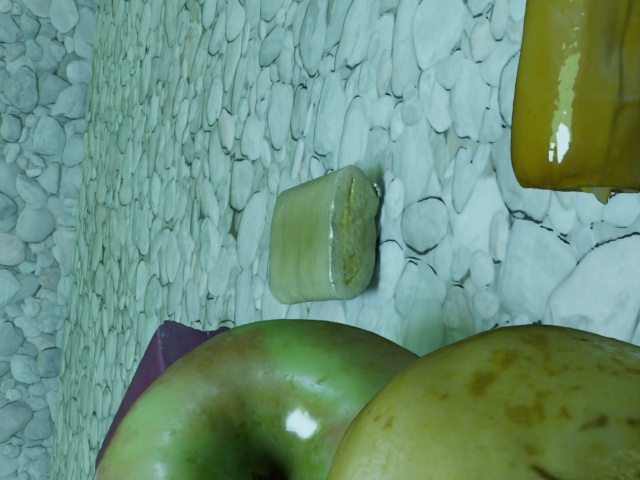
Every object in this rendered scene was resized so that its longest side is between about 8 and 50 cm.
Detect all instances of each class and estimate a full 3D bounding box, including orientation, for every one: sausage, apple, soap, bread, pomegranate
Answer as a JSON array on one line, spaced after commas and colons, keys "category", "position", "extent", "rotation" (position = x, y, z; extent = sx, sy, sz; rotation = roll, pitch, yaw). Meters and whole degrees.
[{"category": "sausage", "position": [0.188, -0.188, 0.644], "extent": [0.112, 0.112, 0.328], "rotation": [-166, 83, -66]}, {"category": "apple", "position": [-0.018, 0.222, 0.776], "extent": [0.277, 0.319, 0.319], "rotation": [83, 172, -48]}, {"category": "soap", "position": [-0.207, 0.311, 1.391], "extent": [0.359, 0.128, 0.233], "rotation": [120, 146, -41]}, {"category": "bread", "position": [0.000, 0.000, 1.073], "extent": [0.178, 0.060, 0.139], "rotation": [171, 104, -66]}, {"category": "pomegranate", "position": [0.123, 0.178, 0.509], "extent": [0.307, 0.307, 0.307], "rotation": [-175, 90, -66]}]
